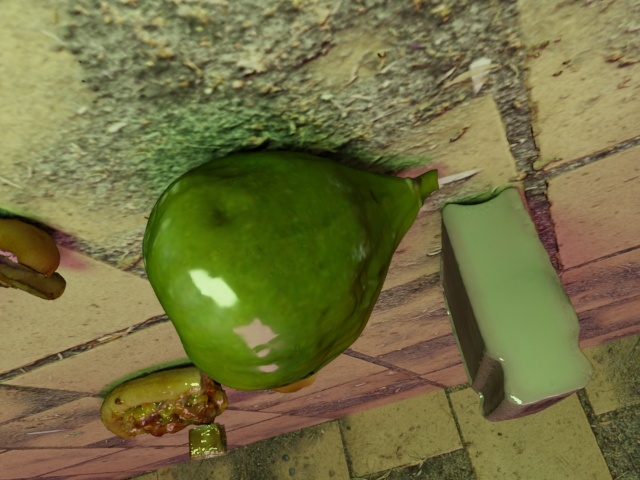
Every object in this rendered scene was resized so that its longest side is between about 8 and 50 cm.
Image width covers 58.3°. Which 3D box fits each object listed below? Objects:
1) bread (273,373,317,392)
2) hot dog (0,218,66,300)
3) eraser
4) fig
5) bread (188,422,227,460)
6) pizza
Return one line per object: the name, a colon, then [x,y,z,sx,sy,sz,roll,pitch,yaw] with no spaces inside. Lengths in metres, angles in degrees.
bread: [-0.068,0.303,1.310,0.106,0.082,0.125,-3,157,-37]
hot dog: [-0.320,0.021,0.594,0.089,0.060,0.140,-8,159,-2]
eraser: [0.268,0.122,0.865,0.122,0.272,0.359,-17,157,4]
fig: [-0.011,0.028,0.564,0.314,0.233,0.233,1,153,-17]
bread: [-0.253,0.453,1.291,0.083,0.070,0.077,-9,157,-4]
pizza: [-0.347,0.369,1.292,0.409,0.114,0.277,-29,147,36]
